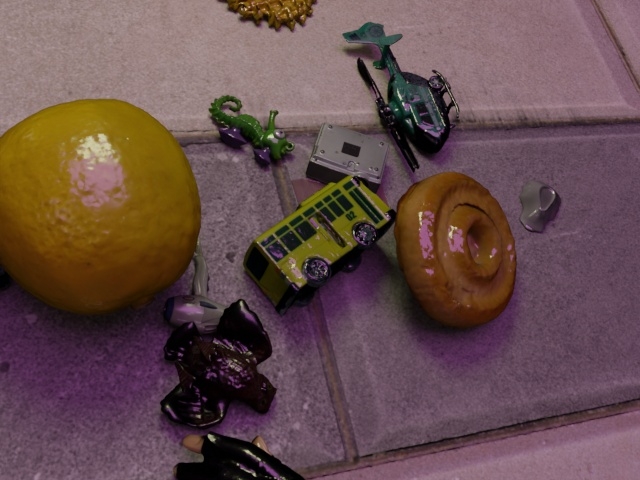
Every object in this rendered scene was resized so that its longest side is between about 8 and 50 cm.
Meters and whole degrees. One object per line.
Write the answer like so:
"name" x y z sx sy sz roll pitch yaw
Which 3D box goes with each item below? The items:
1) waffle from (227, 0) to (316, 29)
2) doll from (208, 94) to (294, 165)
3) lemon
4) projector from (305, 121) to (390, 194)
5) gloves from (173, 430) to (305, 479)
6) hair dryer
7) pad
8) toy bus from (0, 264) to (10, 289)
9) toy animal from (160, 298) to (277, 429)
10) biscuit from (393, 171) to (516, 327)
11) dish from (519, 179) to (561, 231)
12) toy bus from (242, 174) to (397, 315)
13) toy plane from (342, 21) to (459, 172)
"waffle" -0.116 -0.576 1.664 0.229 0.051 0.231 18 59 -11
"doll" -0.137 -0.225 1.463 0.190 0.050 0.115 30 61 2
"lemon" -0.347 -0.050 1.140 0.348 0.348 0.347 8 60 -13
"projector" 0.056 -0.164 1.476 0.147 0.061 0.115 18 57 -2
"gloves" -0.090 0.393 1.092 0.301 0.152 0.197 28 29 15
"hair dryer" -0.174 0.090 1.288 0.167 0.067 0.199 25 42 -14
"pad" 0.044 -0.083 1.466 0.188 0.006 0.113 -9 66 -20
"toy bus" -0.548 0.072 1.162 0.075 0.060 0.123 25 56 2
"toy animal" -0.155 0.210 1.199 0.179 0.116 0.218 40 77 -33
"biscuit" 0.261 0.015 1.361 0.296 0.102 0.296 14 68 -37
"dish" 0.473 -0.080 1.579 0.091 0.039 0.137 30 56 0
"toy bus" 0.000 0.000 1.331 0.262 0.128 0.150 -36 80 -29
"toy plane" 0.181 -0.320 1.590 0.155 0.106 0.381 -17 73 -12
